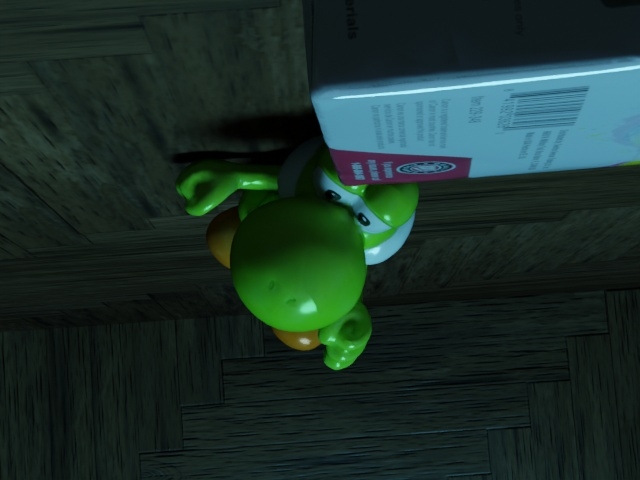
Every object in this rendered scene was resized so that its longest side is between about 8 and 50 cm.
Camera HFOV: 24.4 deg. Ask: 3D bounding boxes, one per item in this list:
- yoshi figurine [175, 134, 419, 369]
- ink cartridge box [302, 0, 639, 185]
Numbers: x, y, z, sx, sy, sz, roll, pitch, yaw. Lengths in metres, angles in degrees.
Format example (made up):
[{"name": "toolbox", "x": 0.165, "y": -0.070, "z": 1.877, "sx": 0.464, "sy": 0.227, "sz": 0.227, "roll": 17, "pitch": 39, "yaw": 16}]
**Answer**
[{"name": "yoshi figurine", "x": -0.025, "y": 0.011, "z": 1.279, "sx": 0.204, "sy": 0.203, "sz": 0.362, "roll": 4, "pitch": 168, "yaw": -11}, {"name": "ink cartridge box", "x": 0.148, "y": -0.112, "z": 0.675, "sx": 0.306, "sy": 0.131, "sz": 0.226, "roll": -6, "pitch": 172, "yaw": 2}]
